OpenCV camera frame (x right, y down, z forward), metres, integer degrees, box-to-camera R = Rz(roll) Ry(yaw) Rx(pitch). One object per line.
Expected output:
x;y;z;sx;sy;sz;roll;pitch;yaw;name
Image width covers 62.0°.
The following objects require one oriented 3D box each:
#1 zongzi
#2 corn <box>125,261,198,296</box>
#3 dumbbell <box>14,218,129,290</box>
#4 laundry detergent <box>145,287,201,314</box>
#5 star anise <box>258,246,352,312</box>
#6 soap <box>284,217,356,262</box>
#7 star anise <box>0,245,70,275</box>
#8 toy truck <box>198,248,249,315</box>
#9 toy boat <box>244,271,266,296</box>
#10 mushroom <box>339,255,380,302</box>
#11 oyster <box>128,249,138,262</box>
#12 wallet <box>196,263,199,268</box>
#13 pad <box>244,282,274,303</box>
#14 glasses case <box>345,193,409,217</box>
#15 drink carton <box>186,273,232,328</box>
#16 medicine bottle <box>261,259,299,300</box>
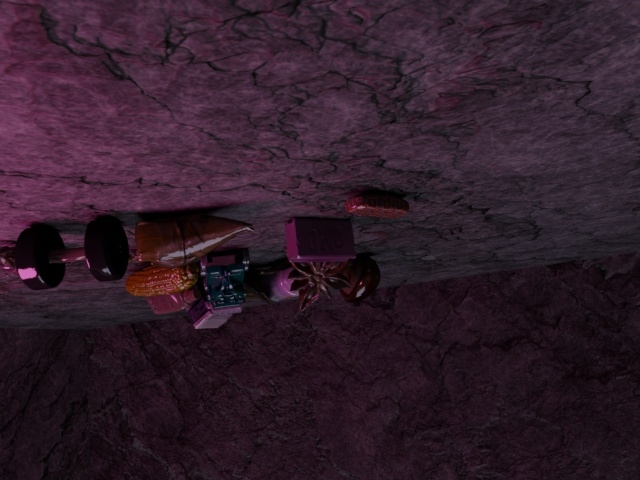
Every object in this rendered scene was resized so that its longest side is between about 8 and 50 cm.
-0.312;-0.001;1.380;0.289;0.122;0.260;-10;173;-6;zongzi
-0.561;0.137;1.878;0.363;0.120;0.120;-16;165;38;corn
-0.591;0.032;1.280;0.218;0.152;0.152;-7;168;0;dumbbell
-0.563;0.186;2.005;0.237;0.171;0.076;-16;-165;34;laundry detergent
-0.031;0.113;1.943;0.350;0.292;0.109;-28;-156;-9;star anise
0.000;0.000;1.539;0.203;0.122;0.065;0;167;-34;soap
-0.787;0.053;1.459;0.197;0.073;0.212;7;165;-38;star anise
-0.337;0.152;1.870;0.177;0.177;0.363;-5;161;-12;toy truck
-0.324;0.193;2.286;0.310;0.115;0.089;1;166;-22;toy boat
0.168;0.163;2.242;0.138;0.194;0.231;-1;178;-23;mushroom
-0.539;0.044;1.662;0.122;0.045;0.146;-19;171;-13;oyster
-0.429;0.104;2.021;0.095;0.026;0.176;-14;170;5;wallet
-0.296;0.190;2.151;0.233;0.022;0.174;35;168;-13;pad
0.149;-0.092;1.357;0.195;0.049;0.073;3;163;-39;glasses case
-0.462;0.228;2.092;0.102;0.222;0.134;-43;154;21;drink carton
-0.122;0.153;2.128;0.152;0.151;0.254;1;165;-31;medicine bottle
